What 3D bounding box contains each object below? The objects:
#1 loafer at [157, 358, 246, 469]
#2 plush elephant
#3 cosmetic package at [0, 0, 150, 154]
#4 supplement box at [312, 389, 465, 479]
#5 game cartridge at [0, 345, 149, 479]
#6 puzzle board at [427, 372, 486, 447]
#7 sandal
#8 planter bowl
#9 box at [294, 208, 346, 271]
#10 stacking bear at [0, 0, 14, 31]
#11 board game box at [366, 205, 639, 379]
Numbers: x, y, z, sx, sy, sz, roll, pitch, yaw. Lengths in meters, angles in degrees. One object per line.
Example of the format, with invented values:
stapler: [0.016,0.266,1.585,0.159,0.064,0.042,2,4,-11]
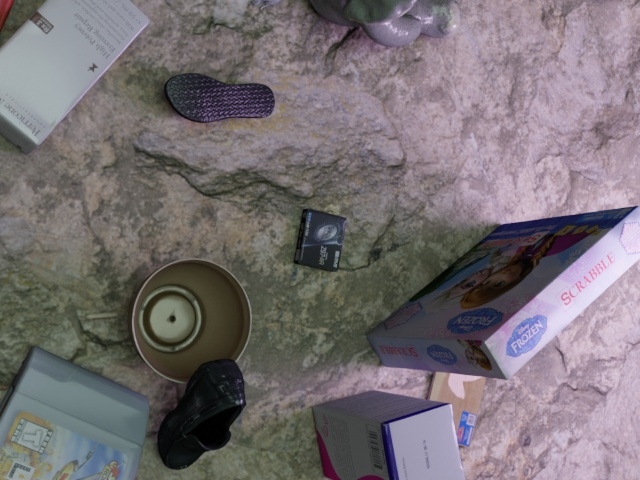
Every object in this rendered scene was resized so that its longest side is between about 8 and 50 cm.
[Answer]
loafer: [-0.154,0.241,1.249,0.076,0.223,0.078,-3,51,-34]
plush elephant: [0.087,-0.415,1.372,0.330,0.255,0.271,-18,95,-26]
cosmetic package: [-0.341,-0.235,1.250,0.117,0.085,0.231,41,70,-18]
supplement box: [0.089,0.283,1.355,0.114,0.220,0.111,-11,93,-27]
game cartridge: [-0.346,0.308,1.236,0.198,0.062,0.297,28,76,-18]
puzzle board: [0.210,0.255,1.532,0.096,0.011,0.128,20,80,-25]
sandal: [-0.146,-0.198,1.373,0.179,0.040,0.067,-1,93,-40]
planter bowl: [-0.186,0.106,1.292,0.162,0.109,0.162,2,86,-25]
box: [0.000,0.000,1.438,0.067,0.018,0.083,14,81,-24]
stacking bear: [-0.522,-0.317,1.128,0.289,0.164,0.175,29,58,-10]
board game box: [0.266,0.073,1.399,0.318,0.319,0.066,-37,102,-24]
